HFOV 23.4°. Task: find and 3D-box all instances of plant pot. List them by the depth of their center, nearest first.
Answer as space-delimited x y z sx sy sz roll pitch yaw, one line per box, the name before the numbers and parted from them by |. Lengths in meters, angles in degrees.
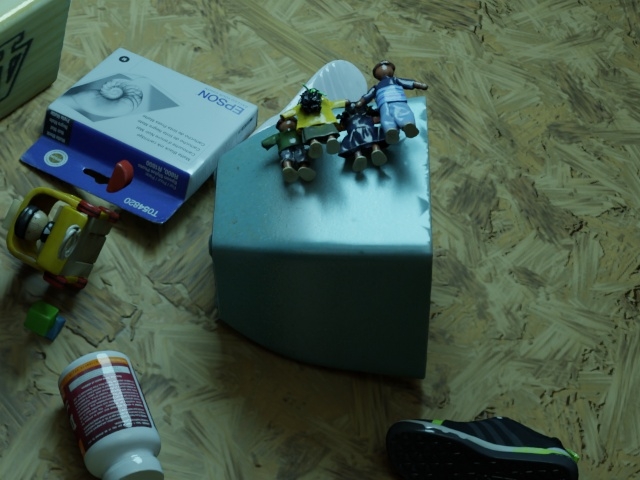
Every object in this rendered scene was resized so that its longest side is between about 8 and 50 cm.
plant pot | 0.000 0.000 1.819 0.252 0.247 0.247 -1 51 1

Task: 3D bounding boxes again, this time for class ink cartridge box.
ink cartridge box | -0.228 -0.138 1.950 0.223 0.045 0.224 24 48 17

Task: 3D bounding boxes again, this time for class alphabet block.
alphabet block | -0.449 -0.264 1.912 0.192 0.193 0.197 36 51 15

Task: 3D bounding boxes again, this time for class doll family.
doll family | 0.027 -0.139 1.738 0.193 0.076 0.111 -8 45 -4

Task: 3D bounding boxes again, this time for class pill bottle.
pill bottle | -0.224 0.202 1.672 0.086 0.086 0.152 -10 55 -24

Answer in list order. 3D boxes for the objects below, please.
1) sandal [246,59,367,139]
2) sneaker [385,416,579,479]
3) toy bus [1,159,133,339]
sandal | -0.032 -0.125 2.007 0.102 0.076 0.265 44 62 -6
sneaker | 0.186 0.247 1.790 0.235 0.084 0.097 15 25 -7
toy bus | -0.305 -0.010 1.749 0.104 0.202 0.191 25 44 5
